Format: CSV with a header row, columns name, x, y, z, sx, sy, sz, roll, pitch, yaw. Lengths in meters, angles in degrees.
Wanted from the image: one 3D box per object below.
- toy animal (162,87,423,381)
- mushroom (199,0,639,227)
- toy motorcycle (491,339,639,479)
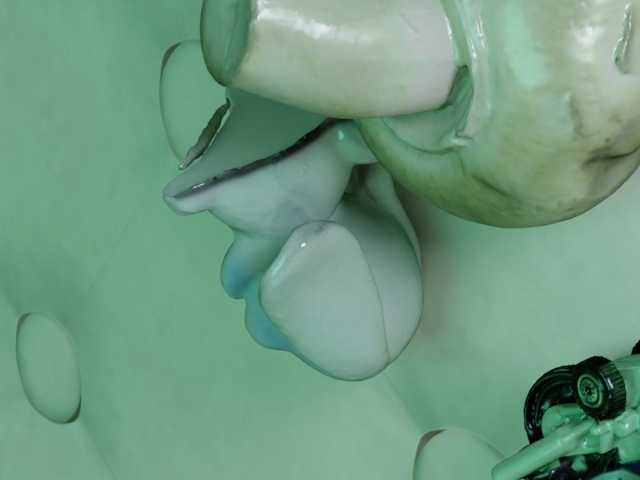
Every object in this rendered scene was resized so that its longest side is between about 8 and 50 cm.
name,x,y,z,sx,sy,sz,roll,pitch,yaw
toy animal,0.000,-0.019,1.521,0.174,0.289,0.249,-4,56,27
mushroom,0.106,-0.176,1.322,0.356,0.315,0.315,22,124,5
toy motorcycle,0.292,0.168,1.323,0.331,0.125,0.196,-20,86,45
